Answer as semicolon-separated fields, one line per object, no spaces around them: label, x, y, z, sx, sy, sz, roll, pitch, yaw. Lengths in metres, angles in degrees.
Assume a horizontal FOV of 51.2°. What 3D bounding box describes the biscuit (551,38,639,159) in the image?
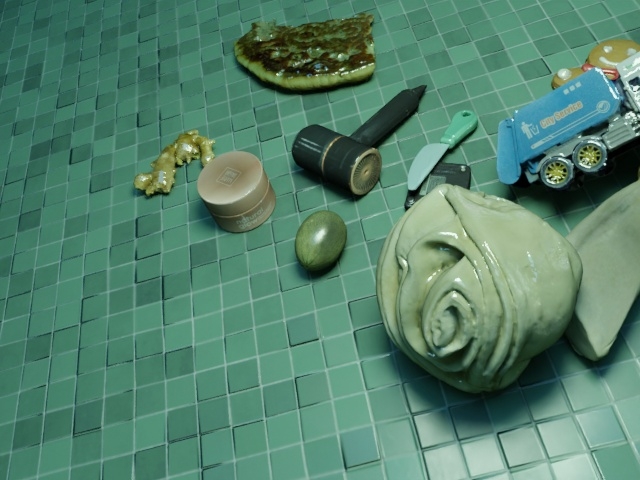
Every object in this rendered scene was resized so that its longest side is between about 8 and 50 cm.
biscuit;0.588;-0.317;1.407;0.216;0.047;0.340;23;65;29

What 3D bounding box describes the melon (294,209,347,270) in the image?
melon;0.000;0.000;1.322;0.098;0.098;0.131;11;61;24

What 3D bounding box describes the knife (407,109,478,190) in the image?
knife;0.246;-0.194;1.407;0.063;0.035;0.260;25;58;34

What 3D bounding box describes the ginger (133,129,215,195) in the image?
ginger;-0.343;-0.188;1.596;0.193;0.053;0.176;-4;54;5

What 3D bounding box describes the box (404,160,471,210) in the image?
box;0.242;-0.109;1.372;0.125;0.027;0.126;6;57;20

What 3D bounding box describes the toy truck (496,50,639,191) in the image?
toy truck;0.497;-0.204;1.213;0.367;0.146;0.175;-28;78;27

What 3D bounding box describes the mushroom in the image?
mushroom;0.505;0.005;1.136;0.154;0.137;0.407;34;68;18

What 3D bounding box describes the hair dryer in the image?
hair dryer;0.112;-0.255;1.489;0.189;0.107;0.352;29;59;34

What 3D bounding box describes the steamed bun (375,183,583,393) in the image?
steamed bun;0.214;0.072;1.056;0.324;0.219;0.310;46;118;32

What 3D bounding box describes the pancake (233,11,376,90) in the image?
pancake;-0.040;-0.487;1.726;0.426;0.067;0.305;3;49;21

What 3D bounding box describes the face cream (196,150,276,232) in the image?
face cream;-0.181;-0.105;1.449;0.149;0.104;0.149;-8;53;11
